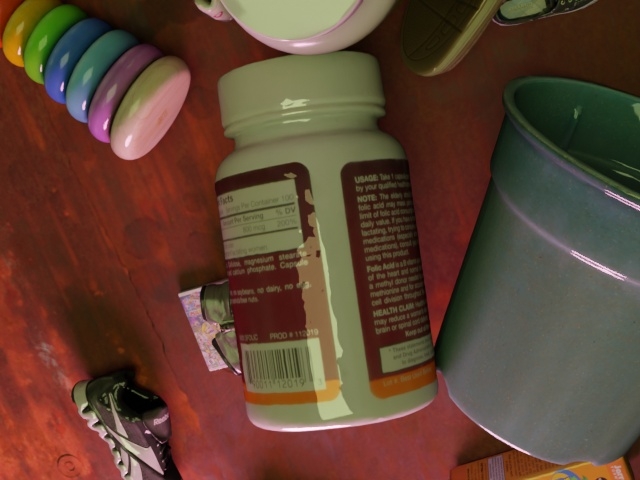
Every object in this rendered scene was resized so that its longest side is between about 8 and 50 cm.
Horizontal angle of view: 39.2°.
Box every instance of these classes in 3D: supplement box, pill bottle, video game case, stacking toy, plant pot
[{"bbox_3d":[0.293,0.322,1.197,0.233,0.080,0.078,-22,106,14],"label":"supplement box"},{"bbox_3d":[-0.001,-0.289,0.903,0.188,0.334,0.188,3,109,9],"label":"pill bottle"},{"bbox_3d":[0.000,0.000,1.022,0.224,0.224,0.392,-8,89,12],"label":"pill bottle"},{"bbox_3d":[-0.134,0.115,1.235,0.087,0.011,0.122,-16,105,15],"label":"video game case"},{"bbox_3d":[-0.329,-0.238,1.091,0.330,0.141,0.141,32,111,3],"label":"stacking toy"},{"bbox_3d":[0.297,0.041,0.987,0.341,0.341,0.334,21,119,2],"label":"plant pot"}]

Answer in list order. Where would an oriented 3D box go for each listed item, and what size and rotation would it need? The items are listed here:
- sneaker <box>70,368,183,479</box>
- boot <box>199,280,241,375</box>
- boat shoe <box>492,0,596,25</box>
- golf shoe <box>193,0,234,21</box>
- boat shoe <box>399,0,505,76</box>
[{"bbox_3d":[-0.247,0.279,1.274,0.106,0.078,0.234,-31,99,20],"label":"sneaker"},{"bbox_3d":[-0.047,0.143,1.193,0.161,0.083,0.246,-26,94,15],"label":"boot"},{"bbox_3d":[0.263,-0.275,1.019,0.142,0.040,0.049,-17,105,15],"label":"boat shoe"},{"bbox_3d":[-0.135,-0.384,1.010,0.105,0.120,0.272,-15,104,16],"label":"golf shoe"},{"bbox_3d":[0.195,-0.309,0.980,0.109,0.098,0.302,40,108,42],"label":"boat shoe"}]
